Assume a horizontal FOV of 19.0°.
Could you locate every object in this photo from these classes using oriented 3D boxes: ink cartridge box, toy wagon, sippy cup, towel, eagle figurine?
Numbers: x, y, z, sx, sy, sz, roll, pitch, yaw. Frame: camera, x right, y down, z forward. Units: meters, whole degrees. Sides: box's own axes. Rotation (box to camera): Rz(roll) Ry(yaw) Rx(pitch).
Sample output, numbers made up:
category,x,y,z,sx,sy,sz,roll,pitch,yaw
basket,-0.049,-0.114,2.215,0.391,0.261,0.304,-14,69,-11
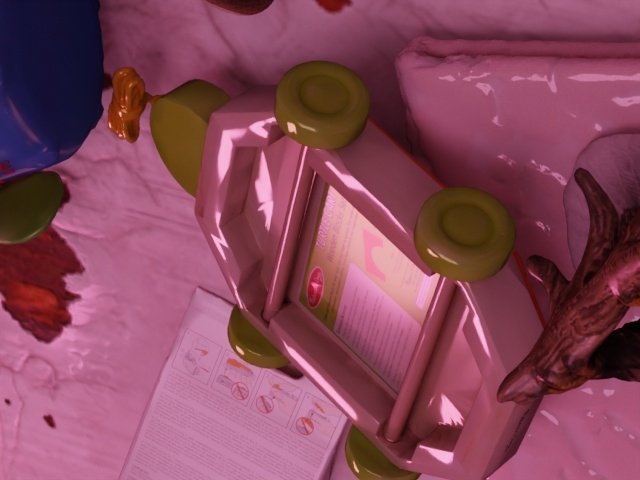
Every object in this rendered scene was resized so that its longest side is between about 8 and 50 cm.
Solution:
category,x,y,z,sx,sy,sz,roll,pitch,yaw
ink cartridge box,-0.055,0.135,1.394,0.145,0.045,0.179,27,110,11
toy wagon,0.000,0.000,1.205,0.344,0.068,0.267,44,149,20
sippy cup,-0.269,-0.119,1.231,0.224,0.305,0.240,-7,86,20
towel,0.216,0.030,1.164,0.317,0.053,0.331,3,121,26
eagle figurine,0.254,0.082,1.055,0.298,0.226,0.225,19,88,-22

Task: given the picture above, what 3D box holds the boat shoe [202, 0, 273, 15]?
category,x,y,z,sx,sy,sz,roll,pitch,yaw
boat shoe,-0.106,-0.206,1.187,0.190,0.068,0.072,41,164,-7
